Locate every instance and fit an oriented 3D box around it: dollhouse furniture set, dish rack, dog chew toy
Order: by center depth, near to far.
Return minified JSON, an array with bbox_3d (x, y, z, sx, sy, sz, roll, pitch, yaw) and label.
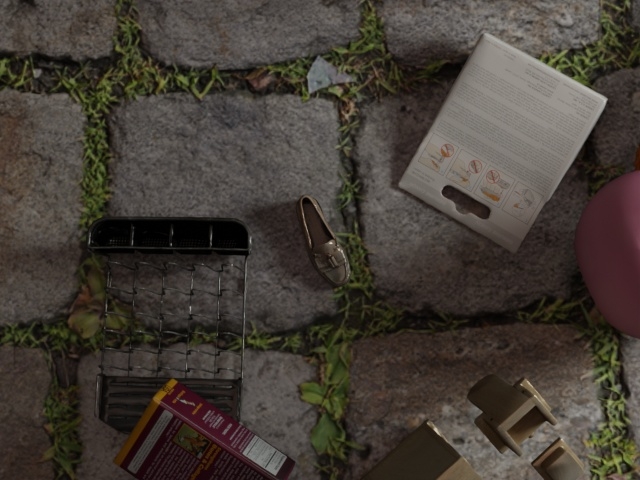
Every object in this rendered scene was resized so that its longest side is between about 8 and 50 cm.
[{"bbox_3d":[0.468,-0.015,1.723,0.331,0.206,0.207,-25,78,19],"label":"dog chew toy"},{"bbox_3d":[0.229,0.383,1.776,0.303,0.174,0.355,-42,103,-3],"label":"dollhouse furniture set"},{"bbox_3d":[-0.188,0.110,1.855,0.208,0.074,0.272,1,80,6],"label":"dish rack"}]

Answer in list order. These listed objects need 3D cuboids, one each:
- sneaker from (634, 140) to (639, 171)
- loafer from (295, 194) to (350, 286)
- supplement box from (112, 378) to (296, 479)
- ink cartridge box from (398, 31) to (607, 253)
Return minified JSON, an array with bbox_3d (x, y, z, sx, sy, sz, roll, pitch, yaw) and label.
[{"bbox_3d":[0.485,-0.166,1.834,0.121,0.099,0.262,29,84,5],"label":"sneaker"},{"bbox_3d":[0.000,0.000,1.874,0.045,0.039,0.125,-24,78,0],"label":"loafer"},{"bbox_3d":[-0.138,0.267,1.790,0.188,0.081,0.104,34,107,2],"label":"supplement box"},{"bbox_3d":[0.230,-0.124,1.882,0.181,0.056,0.225,31,102,10],"label":"ink cartridge box"}]
